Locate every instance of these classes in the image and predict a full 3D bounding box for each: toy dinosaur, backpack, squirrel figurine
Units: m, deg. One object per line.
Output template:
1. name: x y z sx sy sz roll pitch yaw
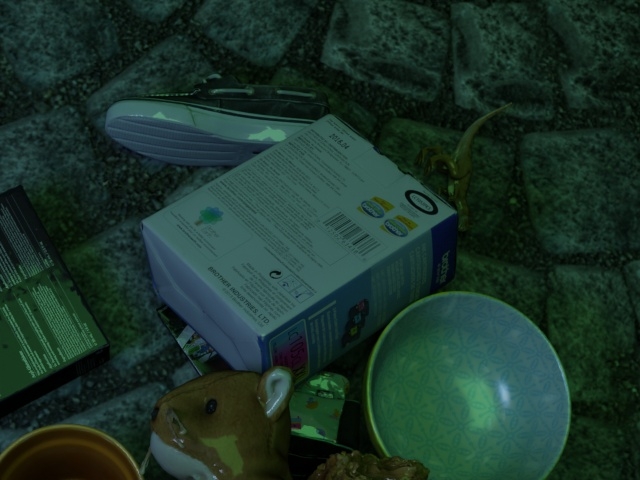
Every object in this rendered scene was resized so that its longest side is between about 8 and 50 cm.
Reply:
1. toy dinosaur: 0.205 -0.115 2.061 0.112 0.064 0.211 15 80 -21
2. backpack: -0.047 0.250 1.852 0.188 0.166 0.144 5 57 -4
3. squirrel figurine: -0.050 0.341 1.636 0.397 0.281 0.370 6 64 -11

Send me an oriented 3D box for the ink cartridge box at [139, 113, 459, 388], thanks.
1. ink cartridge box: 0.000 0.000 1.870 0.395 0.151 0.270 -33 55 -24

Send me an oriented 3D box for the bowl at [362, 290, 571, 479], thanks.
1. bowl: 0.178 0.225 1.881 0.290 0.156 0.289 4 73 -14

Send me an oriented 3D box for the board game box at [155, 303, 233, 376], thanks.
1. board game box: -0.089 0.086 1.969 0.260 0.030 0.136 -32 77 -15

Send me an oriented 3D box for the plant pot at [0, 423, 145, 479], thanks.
1. plant pot: -0.321 0.351 1.771 0.205 0.188 0.205 2 72 -6

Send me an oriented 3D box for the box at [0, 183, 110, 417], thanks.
1. box: -0.429 0.085 1.889 0.184 0.103 0.261 -27 78 -17

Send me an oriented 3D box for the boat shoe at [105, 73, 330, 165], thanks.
1. boat shoe: -0.145 -0.181 2.014 0.335 0.121 0.119 6 64 -16
